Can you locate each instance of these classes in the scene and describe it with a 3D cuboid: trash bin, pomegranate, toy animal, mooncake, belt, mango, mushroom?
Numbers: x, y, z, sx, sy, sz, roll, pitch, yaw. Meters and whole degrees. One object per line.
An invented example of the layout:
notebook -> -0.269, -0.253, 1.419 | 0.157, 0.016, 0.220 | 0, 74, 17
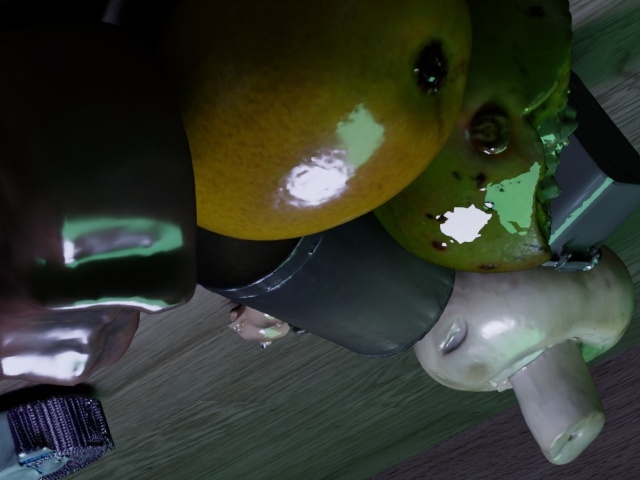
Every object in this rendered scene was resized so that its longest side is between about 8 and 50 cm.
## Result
trash bin -> 0.000, 0.000, 1.658 | 0.252, 0.203, 0.301 | -26, 149, 25
pomegranate -> 0.128, -0.132, 1.483 | 0.216, 0.309, 0.358 | -2, -167, -3
toy animal -> -0.076, 0.099, 2.135 | 0.083, 0.089, 0.150 | 25, 153, -6
mooncake -> -0.232, -0.024, 1.284 | 0.174, 0.333, 0.326 | -9, -163, -28
belt -> -0.479, 0.326, 2.250 | 0.325, 0.122, 0.260 | -22, 168, 9
mango -> -0.035, -0.133, 1.290 | 0.221, 0.263, 0.378 | 3, 166, -42
mushroom -> 0.336, 0.129, 2.351 | 0.325, 0.353, 0.353 | -57, 154, 5

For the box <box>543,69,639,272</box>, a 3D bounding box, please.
box -> 0.270, -0.095, 1.748 | 0.163, 0.243, 0.135 | 4, 137, -49
